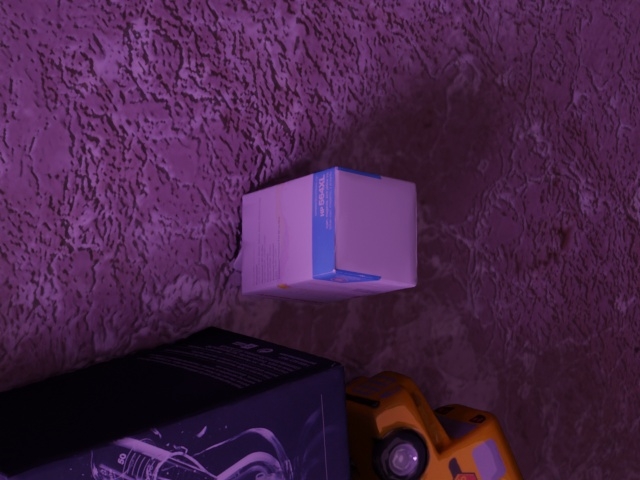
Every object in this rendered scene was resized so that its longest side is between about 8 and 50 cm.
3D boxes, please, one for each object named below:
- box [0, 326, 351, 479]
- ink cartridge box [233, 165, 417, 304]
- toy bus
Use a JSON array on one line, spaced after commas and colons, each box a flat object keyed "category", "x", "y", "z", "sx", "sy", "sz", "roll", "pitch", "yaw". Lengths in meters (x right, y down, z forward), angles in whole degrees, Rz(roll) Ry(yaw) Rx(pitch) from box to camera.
[{"category": "box", "x": -0.141, "y": 0.278, "z": 1.377, "sx": 0.313, "sy": 0.179, "sz": 0.343, "roll": -16, "pitch": 108, "yaw": -38}, {"category": "ink cartridge box", "x": 0.000, "y": 0.000, "z": 1.476, "sx": 0.092, "sy": 0.143, "sz": 0.089, "roll": 10, "pitch": 75, "yaw": -39}, {"category": "toy bus", "x": 0.126, "y": 0.267, "z": 1.599, "sx": 0.130, "sy": 0.108, "sz": 0.332, "roll": -29, "pitch": 104, "yaw": -21}]
